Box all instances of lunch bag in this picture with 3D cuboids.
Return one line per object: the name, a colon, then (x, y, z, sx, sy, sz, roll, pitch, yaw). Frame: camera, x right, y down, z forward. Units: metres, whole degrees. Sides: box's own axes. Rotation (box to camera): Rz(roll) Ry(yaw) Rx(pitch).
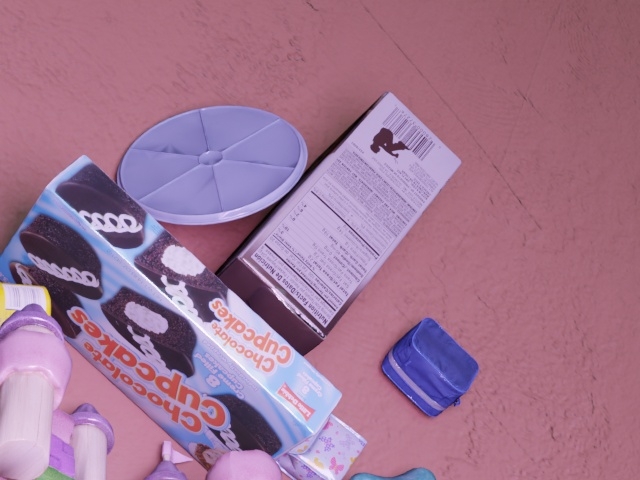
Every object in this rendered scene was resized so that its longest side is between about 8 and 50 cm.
lunch bag: (-0.007, 0.210, 1.341, 0.083, 0.053, 0.071, 38, 51, 4)
lunch bag: (0.121, 0.143, 1.443, 0.098, 0.065, 0.067, 46, 36, -1)

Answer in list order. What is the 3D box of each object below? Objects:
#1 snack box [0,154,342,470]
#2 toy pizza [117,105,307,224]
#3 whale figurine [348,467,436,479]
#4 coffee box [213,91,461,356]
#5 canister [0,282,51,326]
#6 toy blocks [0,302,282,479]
snack box: (-0.150, 0.085, 1.235, 0.322, 0.187, 0.060, 43, 52, -4)
toy pizza: (-0.112, -0.074, 1.383, 0.201, 0.032, 0.201, -5, 40, 4)
whale figurine: (0.109, 0.347, 1.280, 0.216, 0.141, 0.272, 2, 64, -29)
coffee box: (0.000, 0.000, 1.381, 0.119, 0.168, 0.297, 43, 53, -5)
canister: (-0.334, 0.093, 1.185, 0.170, 0.073, 0.126, 7, 78, -30)
toy blocks: (-0.230, 0.224, 1.127, 0.289, 0.309, 0.260, 34, 22, -26)
